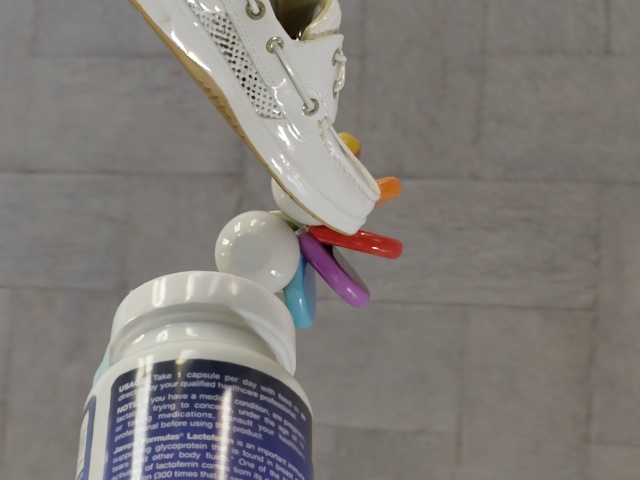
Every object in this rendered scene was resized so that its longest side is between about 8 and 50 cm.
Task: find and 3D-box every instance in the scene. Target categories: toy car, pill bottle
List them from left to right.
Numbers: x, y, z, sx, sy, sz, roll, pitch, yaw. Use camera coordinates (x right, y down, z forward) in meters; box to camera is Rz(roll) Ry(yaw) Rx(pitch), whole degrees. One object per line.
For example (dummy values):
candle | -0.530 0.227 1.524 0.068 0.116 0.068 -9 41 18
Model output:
pill bottle | -0.079 0.158 1.239 0.153 0.153 0.265 -16 47 18
toy car | 0.000 0.000 1.753 0.136 0.159 0.182 39 95 6

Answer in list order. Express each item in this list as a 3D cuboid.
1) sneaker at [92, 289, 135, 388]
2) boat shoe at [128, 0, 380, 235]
sneaker | -0.125 0.133 1.677 0.135 0.366 0.150 27 88 14
boat shoe | -0.025 -0.111 1.175 0.096 0.277 0.098 -37 40 3
